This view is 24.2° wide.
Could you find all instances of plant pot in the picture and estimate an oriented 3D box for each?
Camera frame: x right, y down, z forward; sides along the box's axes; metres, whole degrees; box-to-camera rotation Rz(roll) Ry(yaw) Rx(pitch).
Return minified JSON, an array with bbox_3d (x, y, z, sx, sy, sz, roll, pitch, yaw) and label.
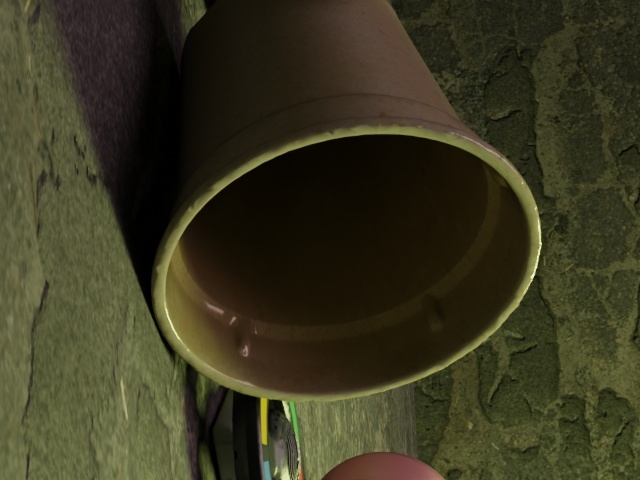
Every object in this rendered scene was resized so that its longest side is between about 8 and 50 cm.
[{"bbox_3d":[-0.003,-0.077,1.353,0.334,0.333,0.305,75,0,-47],"label":"plant pot"}]

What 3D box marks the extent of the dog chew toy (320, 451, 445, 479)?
[{"bbox_3d":[0.055,0.365,1.740,0.332,0.206,0.207,-11,95,-74],"label":"dog chew toy"}]

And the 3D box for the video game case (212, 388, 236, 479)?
[{"bbox_3d":[-0.067,0.241,1.537,0.227,0.026,0.206,-74,156,-72],"label":"video game case"}]

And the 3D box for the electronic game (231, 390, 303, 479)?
[{"bbox_3d":[-0.044,0.210,1.450,0.229,0.048,0.229,-7,90,-83],"label":"electronic game"}]
